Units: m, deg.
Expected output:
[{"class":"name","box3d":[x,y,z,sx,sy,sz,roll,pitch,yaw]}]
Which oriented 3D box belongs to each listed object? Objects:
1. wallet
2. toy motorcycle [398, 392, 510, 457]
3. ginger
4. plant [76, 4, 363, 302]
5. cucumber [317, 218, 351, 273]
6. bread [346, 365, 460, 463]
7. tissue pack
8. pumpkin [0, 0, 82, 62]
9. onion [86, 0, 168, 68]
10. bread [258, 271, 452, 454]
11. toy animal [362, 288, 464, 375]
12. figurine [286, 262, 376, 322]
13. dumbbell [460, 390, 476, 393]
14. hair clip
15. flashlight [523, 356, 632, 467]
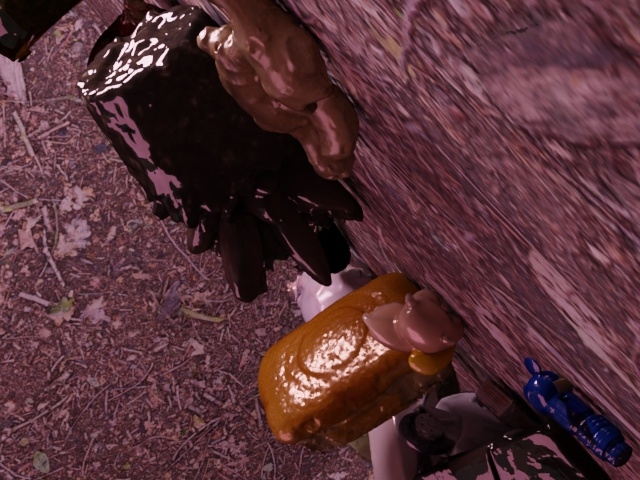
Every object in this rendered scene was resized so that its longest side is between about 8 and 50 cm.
[{"class":"wallet","box3d":[0.227,0.311,1.595,0.165,0.042,0.309,49,144,-3]},{"class":"toy motorcycle","box3d":[0.233,0.276,1.746,0.260,0.110,0.171,29,-148,15]},{"class":"ginger","box3d":[-0.021,-0.108,1.022,0.149,0.065,0.258,43,172,39]},{"class":"plant","box3d":[-0.099,-0.081,1.385,0.320,0.182,0.194,55,174,-29]},{"class":"cucumber","box3d":[-0.002,0.000,1.984,0.072,0.072,0.300,47,176,17]},{"class":"bread","box3d":[0.099,0.204,1.939,0.267,0.267,0.040,48,136,1]},{"class":"tissue pack","box3d":[0.233,0.210,1.672,0.063,0.035,0.083,44,178,-22]},{"class":"pumpkin","box3d":[-0.333,-0.312,1.585,0.139,0.190,0.280,47,178,-8]},{"class":"onion","box3d":[-0.198,-0.203,1.556,0.159,0.159,0.195,46,156,30]},{"class":"bread","box3d":[0.041,0.155,1.665,0.121,0.246,0.174,52,-165,-30]},{"class":"toy animal","box3d":[0.114,0.088,1.538,0.114,0.091,0.082,33,143,23]},{"class":"figurine","box3d":[0.021,0.088,2.217,0.200,0.133,0.276,45,179,-18]},{"class":"dumbbell","box3d":[0.247,0.292,1.985,0.110,0.110,0.254,49,170,-15]},{"class":"hair clip","box3d":[0.110,0.242,1.836,0.101,0.085,0.330,12,-130,-29]},{"class":"flashlight","box3d":[0.216,0.145,1.144,0.121,0.035,0.057,40,148,39]}]
